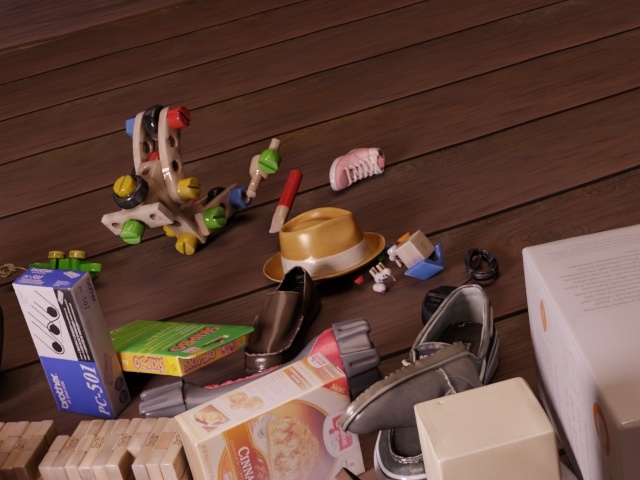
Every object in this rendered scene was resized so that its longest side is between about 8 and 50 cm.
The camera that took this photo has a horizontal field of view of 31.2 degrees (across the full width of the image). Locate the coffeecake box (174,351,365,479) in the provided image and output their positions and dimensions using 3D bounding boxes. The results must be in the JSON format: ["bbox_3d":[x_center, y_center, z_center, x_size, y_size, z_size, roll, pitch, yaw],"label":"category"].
[{"bbox_3d":[-0.054,0.231,1.298,0.185,0.142,0.068,-23,30,-19],"label":"coffeecake box"}]

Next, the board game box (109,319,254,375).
[{"bbox_3d":[-0.214,0.144,1.565,0.259,0.039,0.124,-5,12,44],"label":"board game box"}]

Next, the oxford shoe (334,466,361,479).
[{"bbox_3d":[0.059,0.325,1.180,0.076,0.076,0.212,-47,36,-1],"label":"oxford shoe"}]

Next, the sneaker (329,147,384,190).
[{"bbox_3d":[0.070,-0.130,2.024,0.070,0.051,0.134,-1,25,30],"label":"sneaker"}]

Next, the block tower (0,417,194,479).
[{"bbox_3d":[-0.307,0.276,1.371,0.335,0.091,0.097,-4,28,17],"label":"block tower"}]

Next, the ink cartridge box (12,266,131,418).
[{"bbox_3d":[-0.326,0.135,1.515,0.097,0.207,0.046,4,32,27],"label":"ink cartridge box"}]

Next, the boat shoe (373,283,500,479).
[{"bbox_3d":[0.135,0.170,1.363,0.121,0.119,0.335,-1,30,20],"label":"boat shoe"}]

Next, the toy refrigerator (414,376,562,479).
[{"bbox_3d":[0.159,0.261,1.021,0.102,0.269,0.094,-15,27,-4],"label":"toy refrigerator"}]

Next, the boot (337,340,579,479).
[{"bbox_3d":[0.146,0.225,1.220,0.190,0.076,0.208,-26,70,-19],"label":"boot"}]

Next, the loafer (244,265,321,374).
[{"bbox_3d":[-0.060,0.108,1.600,0.080,0.078,0.220,-4,28,16],"label":"loafer"}]

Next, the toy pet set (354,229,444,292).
[{"bbox_3d":[0.130,0.036,1.708,0.114,0.065,0.122,-36,5,40],"label":"toy pet set"}]

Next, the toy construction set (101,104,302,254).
[{"bbox_3d":[-0.205,-0.057,1.871,0.309,0.257,0.237,6,48,12],"label":"toy construction set"}]

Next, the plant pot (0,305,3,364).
[{"bbox_3d":[-0.567,0.149,1.586,0.229,0.263,0.263,6,27,-6],"label":"plant pot"}]

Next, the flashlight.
[{"bbox_3d":[-0.073,0.183,1.453,0.304,0.103,0.103,-16,65,1],"label":"flashlight"}]

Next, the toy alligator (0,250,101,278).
[{"bbox_3d":[-0.437,0.050,1.896,0.190,0.056,0.051,-3,-13,20],"label":"toy alligator"}]

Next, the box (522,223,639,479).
[{"bbox_3d":[0.342,0.159,1.197,0.168,0.215,0.345,-11,28,0],"label":"box"}]

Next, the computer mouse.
[{"bbox_3d":[0.200,0.074,1.616,0.071,0.041,0.242,11,28,22],"label":"computer mouse"}]

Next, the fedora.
[{"bbox_3d":[0.000,0.000,1.758,0.194,0.079,0.194,-13,20,5],"label":"fedora"}]
